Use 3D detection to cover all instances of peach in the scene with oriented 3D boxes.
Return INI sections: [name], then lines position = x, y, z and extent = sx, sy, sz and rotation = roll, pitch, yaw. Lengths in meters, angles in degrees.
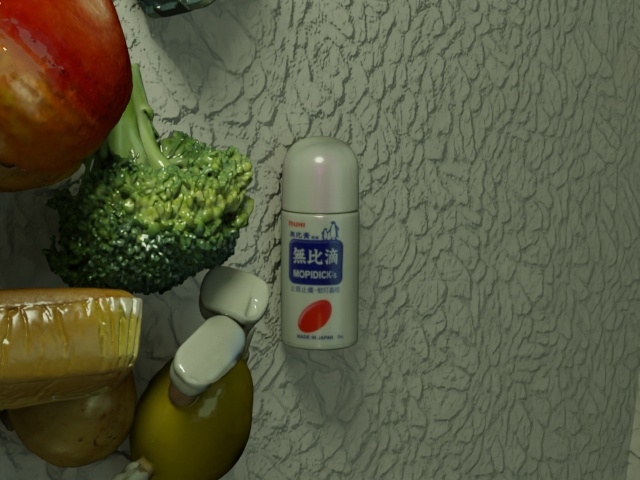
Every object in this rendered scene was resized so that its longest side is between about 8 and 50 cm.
[peach]
position = -0.386, -0.234, 1.463
extent = 0.372, 0.290, 0.373
rotation = 33, 42, -35

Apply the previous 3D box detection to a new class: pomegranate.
[pomegranate]
position = -0.336, 0.208, 1.715
extent = 0.196, 0.196, 0.196
rotation = -11, 104, -50

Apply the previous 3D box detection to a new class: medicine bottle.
[medicine bottle]
position = 0.000, 0.000, 2.127
extent = 0.130, 0.130, 0.341
rotation = -9, 103, -50

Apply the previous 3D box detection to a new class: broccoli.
[broccoli]
position = -0.206, -0.071, 1.708
extent = 0.375, 0.249, 0.302
rotation = -49, 155, -71

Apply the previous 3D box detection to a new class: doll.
[doll]
position = -0.178, 0.232, 1.799
extent = 0.423, 0.161, 0.348
rotation = -62, 168, 18

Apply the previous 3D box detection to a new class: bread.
[bread]
position = -0.355, 0.127, 1.545
extent = 0.288, 0.152, 0.119
rotation = -4, 70, -25

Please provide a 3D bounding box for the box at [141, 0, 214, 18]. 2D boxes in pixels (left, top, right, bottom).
[box]
position = -0.178, -0.426, 1.822
extent = 0.130, 0.162, 0.227
rotation = 41, 63, -34
